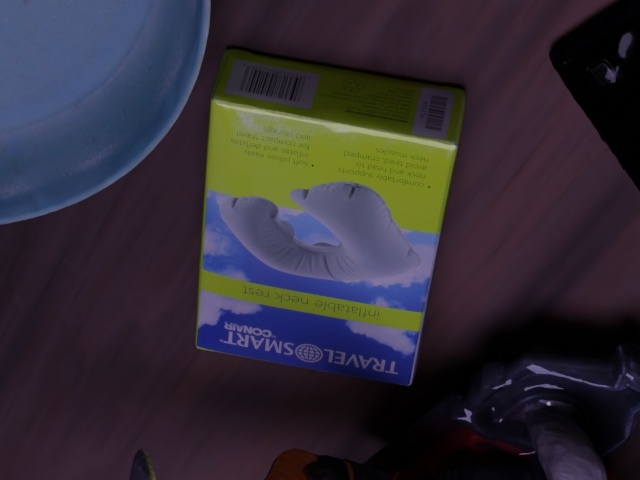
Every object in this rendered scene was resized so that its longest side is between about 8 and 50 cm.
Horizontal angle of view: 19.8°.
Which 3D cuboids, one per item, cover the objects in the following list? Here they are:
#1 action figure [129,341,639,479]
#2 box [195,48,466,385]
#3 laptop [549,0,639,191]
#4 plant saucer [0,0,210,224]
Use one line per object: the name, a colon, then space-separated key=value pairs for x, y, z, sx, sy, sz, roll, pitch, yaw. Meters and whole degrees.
action figure: x=0.022 y=0.189 z=0.907 sx=0.330 sy=0.179 sz=0.341 roll=6 pitch=145 yaw=-24
box: x=0.000 y=0.000 z=0.837 sx=0.109 sy=0.042 sz=0.178 roll=10 pitch=135 yaw=4
laptop: x=0.274 y=-0.046 z=0.746 sx=0.234 sy=0.136 sz=0.264 roll=-34 pitch=94 yaw=37
plant saucer: x=-0.197 y=-0.132 z=0.751 sx=0.317 sy=0.044 sz=0.318 roll=6 pitch=135 yaw=6
